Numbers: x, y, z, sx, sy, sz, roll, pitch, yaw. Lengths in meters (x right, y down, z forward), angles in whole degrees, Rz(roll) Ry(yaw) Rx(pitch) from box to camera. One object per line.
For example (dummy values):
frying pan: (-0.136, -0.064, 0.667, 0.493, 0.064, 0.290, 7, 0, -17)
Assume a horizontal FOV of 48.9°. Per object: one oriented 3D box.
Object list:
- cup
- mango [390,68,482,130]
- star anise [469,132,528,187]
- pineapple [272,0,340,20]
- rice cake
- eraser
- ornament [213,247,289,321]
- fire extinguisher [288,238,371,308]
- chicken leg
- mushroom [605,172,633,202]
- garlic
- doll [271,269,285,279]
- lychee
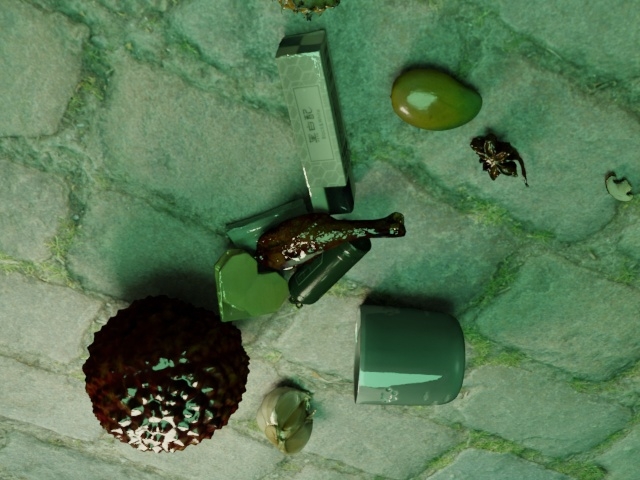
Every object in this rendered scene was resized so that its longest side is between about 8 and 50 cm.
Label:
cup: (0.230, 0.322, 1.908, 0.274, 0.260, 0.357, 3, 163, 1)
mango: (0.237, -0.286, 1.441, 0.194, 0.092, 0.130, 1, 131, -9)
star anise: (0.407, -0.169, 1.549, 0.097, 0.070, 0.191, -2, 140, 44)
pineapple: (-0.032, -0.481, 1.260, 0.161, 0.137, 0.176, 24, 91, -18)
rice cake: (-0.123, -0.034, 1.721, 0.226, 0.040, 0.085, -19, 127, 20)
eraser: (-0.002, -0.235, 1.492, 0.096, 0.098, 0.404, -2, 131, 12)
ornament: (-0.190, 0.132, 1.757, 0.201, 0.059, 0.180, 38, 84, -27)
fire extinguisher: (0.004, 0.080, 1.784, 0.095, 0.114, 0.311, 53, 124, 12)
chicken leg: (0.000, 0.000, 1.606, 0.406, 0.096, 0.158, -15, 153, 33)
mushroom: (0.680, -0.120, 1.602, 0.049, 0.019, 0.101, -32, 125, 30)
garlic: (-0.118, 0.552, 2.198, 0.142, 0.178, 0.230, 3, 121, 44)
doll: (-0.169, 0.120, 1.838, 0.151, 0.085, 0.114, 9, 109, -17)
lychee: (-0.410, 0.349, 1.850, 0.424, 0.425, 0.500, 34, 140, -25)
